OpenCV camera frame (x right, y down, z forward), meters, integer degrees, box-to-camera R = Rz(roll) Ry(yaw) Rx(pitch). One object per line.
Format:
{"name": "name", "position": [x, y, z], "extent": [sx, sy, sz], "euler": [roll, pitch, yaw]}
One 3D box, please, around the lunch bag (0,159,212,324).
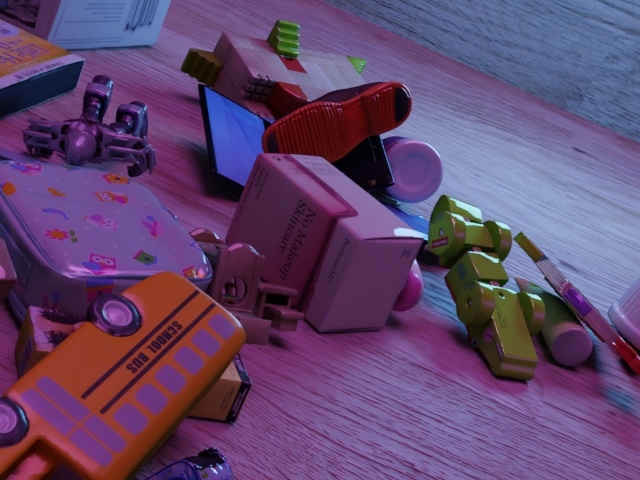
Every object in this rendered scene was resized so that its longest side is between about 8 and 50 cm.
{"name": "lunch bag", "position": [-0.274, 0.011, 1.385], "extent": [0.224, 0.108, 0.279], "euler": [0, 29, -36]}

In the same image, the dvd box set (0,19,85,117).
{"name": "dvd box set", "position": [-0.620, -0.322, 1.885], "extent": [0.420, 0.062, 0.307], "euler": [26, 22, 7]}

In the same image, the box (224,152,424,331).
{"name": "box", "position": [0.000, 0.000, 1.633], "extent": [0.127, 0.148, 0.232], "euler": [1, 30, -44]}

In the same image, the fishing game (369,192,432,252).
{"name": "fishing game", "position": [0.154, -0.016, 1.983], "extent": [0.189, 0.041, 0.264], "euler": [15, 16, -41]}

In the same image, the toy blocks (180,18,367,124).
{"name": "toy blocks", "position": [-0.030, -0.244, 2.194], "extent": [0.381, 0.190, 0.261], "euler": [4, 40, -38]}

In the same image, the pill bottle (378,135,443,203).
{"name": "pill bottle", "position": [0.138, -0.126, 2.093], "extent": [0.108, 0.108, 0.193], "euler": [18, 4, -12]}

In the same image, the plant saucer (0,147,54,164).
{"name": "plant saucer", "position": [-0.369, -0.084, 1.563], "extent": [0.195, 0.037, 0.195], "euler": [17, 3, -1]}

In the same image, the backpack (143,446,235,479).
{"name": "backpack", "position": [-0.113, 0.244, 0.988], "extent": [0.084, 0.105, 0.114], "euler": [-8, 70, -58]}

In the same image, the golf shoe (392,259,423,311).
{"name": "golf shoe", "position": [0.085, 0.006, 1.760], "extent": [0.140, 0.115, 0.306], "euler": [13, 23, -35]}

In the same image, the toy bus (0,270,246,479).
{"name": "toy bus", "position": [-0.202, 0.151, 1.060], "extent": [0.130, 0.108, 0.332], "euler": [39, 34, 2]}

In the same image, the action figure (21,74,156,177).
{"name": "action figure", "position": [-0.318, -0.149, 1.726], "extent": [0.185, 0.099, 0.285], "euler": [21, 20, -3]}

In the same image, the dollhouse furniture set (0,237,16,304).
{"name": "dollhouse furniture set", "position": [-0.404, 0.017, 1.198], "extent": [0.123, 0.144, 0.151], "euler": [-2, 57, -40]}

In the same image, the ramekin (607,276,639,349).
{"name": "ramekin", "position": [0.576, 0.131, 1.924], "extent": [0.207, 0.109, 0.207], "euler": [28, 18, -10]}

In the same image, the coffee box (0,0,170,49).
{"name": "coffee box", "position": [-0.477, -0.584, 2.268], "extent": [0.334, 0.338, 0.338], "euler": [31, 22, 20]}

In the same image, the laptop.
{"name": "laptop", "position": [-0.041, -0.171, 1.924], "extent": [0.264, 0.136, 0.234], "euler": [-16, 45, 3]}

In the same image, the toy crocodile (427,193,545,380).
{"name": "toy crocodile", "position": [0.230, 0.062, 1.752], "extent": [0.115, 0.105, 0.340], "euler": [8, 46, -30]}

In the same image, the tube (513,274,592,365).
{"name": "tube", "position": [0.358, 0.114, 1.855], "extent": [0.062, 0.070, 0.240], "euler": [-19, 18, 4]}

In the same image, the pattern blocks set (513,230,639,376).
{"name": "pattern blocks set", "position": [0.394, 0.098, 1.832], "extent": [0.285, 0.026, 0.325], "euler": [47, 8, 2]}

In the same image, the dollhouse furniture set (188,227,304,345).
{"name": "dollhouse furniture set", "position": [-0.063, 0.057, 1.421], "extent": [0.161, 0.101, 0.182], "euler": [9, 5, -33]}

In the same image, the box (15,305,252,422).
{"name": "box", "position": [-0.193, 0.130, 1.252], "extent": [0.232, 0.058, 0.087], "euler": [13, 24, -27]}

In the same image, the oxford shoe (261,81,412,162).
{"name": "oxford shoe", "position": [0.012, -0.184, 1.900], "extent": [0.271, 0.097, 0.098], "euler": [-20, 22, -29]}
